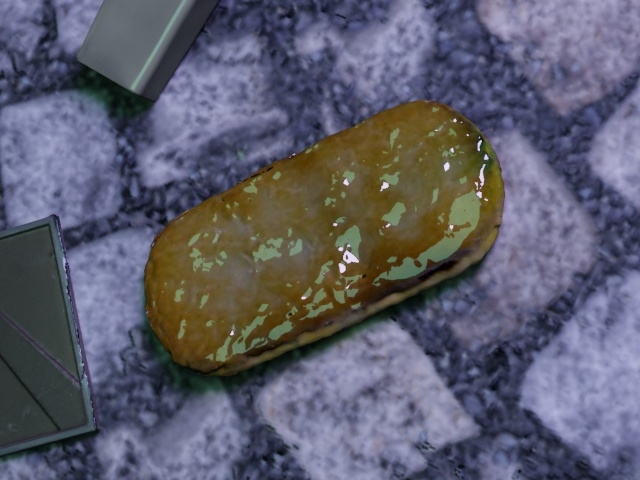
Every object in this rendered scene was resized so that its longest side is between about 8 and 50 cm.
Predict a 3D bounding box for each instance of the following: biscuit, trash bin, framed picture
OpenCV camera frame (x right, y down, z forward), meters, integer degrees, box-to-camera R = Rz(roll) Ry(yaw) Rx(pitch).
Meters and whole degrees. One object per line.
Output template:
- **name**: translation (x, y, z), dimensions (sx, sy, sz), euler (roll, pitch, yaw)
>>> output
- **biscuit**: translation (0.000, 0.000, 1.212), dimensions (0.247, 0.029, 0.118), euler (-25, 69, 12)
- **trash bin**: translation (-0.112, -0.144, 1.260), dimensions (0.061, 0.043, 0.092), euler (30, 92, 18)
- **framed picture**: translation (-0.209, 0.067, 1.273), dimensions (0.109, 0.011, 0.149), euler (-15, 78, 14)
